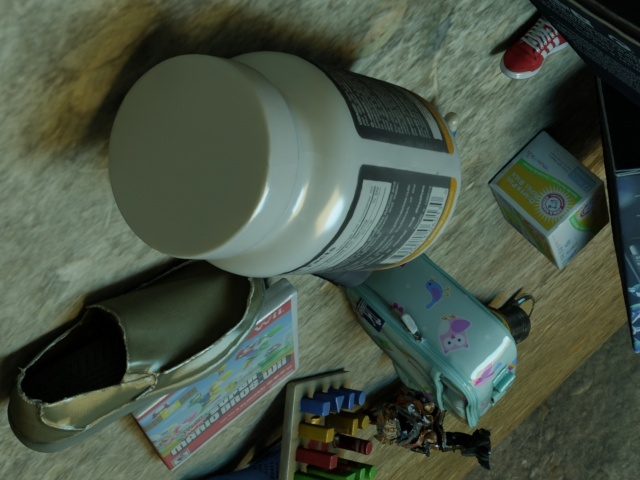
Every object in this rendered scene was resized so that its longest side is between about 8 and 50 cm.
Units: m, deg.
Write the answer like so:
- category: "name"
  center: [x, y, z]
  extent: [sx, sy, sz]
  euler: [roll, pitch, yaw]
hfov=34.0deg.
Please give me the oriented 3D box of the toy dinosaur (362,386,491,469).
- category: "toy dinosaur"
  center: [0.183, 0.293, 1.806]
  extent: [0.322, 0.219, 0.164]
  euler: [-60, 145, -68]

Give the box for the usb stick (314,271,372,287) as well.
- category: "usb stick"
  center: [0.000, 0.000, 1.064]
  extent: [0.077, 0.045, 0.278]
  euler: [-46, 158, 7]

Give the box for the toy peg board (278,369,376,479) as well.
- category: "toy peg board"
  center: [0.021, 0.273, 1.449]
  extent: [0.161, 0.079, 0.160]
  euler: [-1, 97, -61]

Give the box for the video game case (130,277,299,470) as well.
- category: "video game case"
  center: [-0.108, 0.157, 1.158]
  extent: [0.204, 0.025, 0.285]
  euler: [-38, 162, -15]

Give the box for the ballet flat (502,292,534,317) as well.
- category: "ballet flat"
  center: [0.343, 0.159, 1.979]
  extent: [0.173, 0.057, 0.049]
  euler: [-54, -163, 26]

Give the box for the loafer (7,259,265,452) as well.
- category: "loafer"
  center: [-0.152, 0.088, 0.890]
  extent: [0.251, 0.094, 0.087]
  euler: [-36, 161, -19]

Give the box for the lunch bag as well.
- category: "lunch bag"
  center: [0.142, 0.121, 1.294]
  extent: [0.108, 0.224, 0.279]
  euler: [-42, 159, -5]

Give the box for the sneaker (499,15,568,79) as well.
- category: "sneaker"
  center: [0.233, -0.216, 1.085]
  extent: [0.118, 0.042, 0.067]
  euler: [-39, 163, -32]

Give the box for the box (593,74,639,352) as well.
- category: "box"
  center: [0.530, -0.055, 1.364]
  extent: [0.294, 0.212, 0.395]
  euler: [-9, 140, 15]

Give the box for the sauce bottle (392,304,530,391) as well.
- category: "sauce bottle"
  center: [0.244, 0.161, 1.710]
  extent: [0.344, 0.111, 0.111]
  euler: [-12, 143, -56]

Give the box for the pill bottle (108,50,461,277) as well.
- category: "pill bottle"
  center: [-0.017, -0.054, 0.781]
  extent: [0.162, 0.162, 0.278]
  euler: [-52, 156, 20]

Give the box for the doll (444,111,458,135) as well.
- category: "doll"
  center: [0.096, -0.084, 1.079]
  extent: [0.129, 0.046, 0.189]
  euler: [-52, 157, 23]

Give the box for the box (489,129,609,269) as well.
- category: "box"
  center: [0.320, -0.051, 1.443]
  extent: [0.103, 0.114, 0.203]
  euler: [-45, 157, 2]

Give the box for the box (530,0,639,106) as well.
- category: "box"
  center: [0.433, -0.313, 0.869]
  extent: [0.479, 0.297, 0.472]
  euler: [-55, 155, 11]

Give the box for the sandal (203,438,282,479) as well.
- category: "sandal"
  center: [-0.078, 0.347, 1.482]
  extent: [0.138, 0.126, 0.317]
  euler: [-54, 165, 10]
